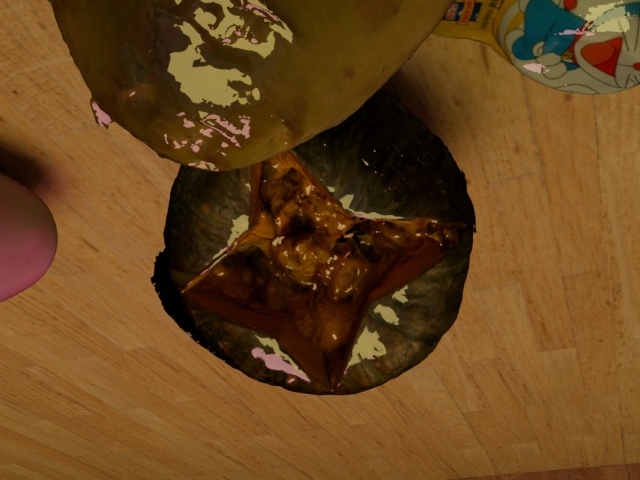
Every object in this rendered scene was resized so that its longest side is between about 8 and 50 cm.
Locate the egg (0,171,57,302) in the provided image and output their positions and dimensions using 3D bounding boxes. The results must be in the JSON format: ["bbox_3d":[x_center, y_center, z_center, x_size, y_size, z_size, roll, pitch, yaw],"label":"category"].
[{"bbox_3d":[-0.435,-0.009,0.756,0.271,0.196,0.196,-9,147,-6],"label":"egg"}]

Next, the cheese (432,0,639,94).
[{"bbox_3d":[0.186,-0.182,0.575,0.270,0.069,0.177,14,166,5],"label":"cheese"}]

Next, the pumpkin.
[{"bbox_3d":[0.000,0.000,0.680,0.320,0.192,0.320,2,107,7],"label":"pumpkin"}]

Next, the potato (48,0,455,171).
[{"bbox_3d":[-0.041,-0.175,0.420,0.246,0.196,0.300,35,125,-6],"label":"potato"}]
